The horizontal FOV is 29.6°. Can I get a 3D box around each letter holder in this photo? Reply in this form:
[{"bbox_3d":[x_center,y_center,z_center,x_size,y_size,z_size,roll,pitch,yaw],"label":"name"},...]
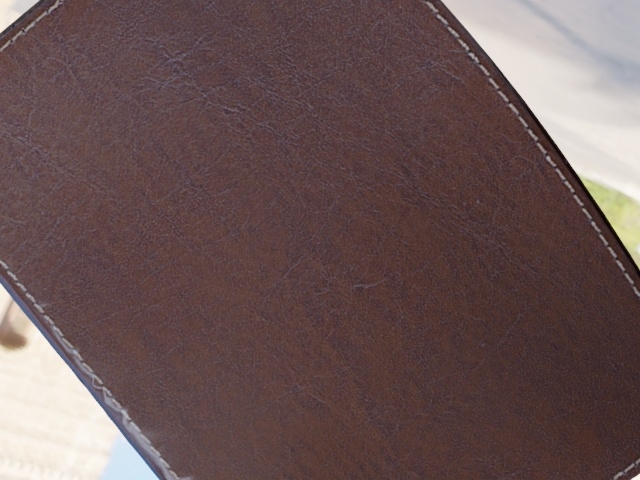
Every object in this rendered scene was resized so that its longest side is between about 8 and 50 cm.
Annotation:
[{"bbox_3d":[0.000,0.000,0.557,0.302,0.214,0.152,51,-173,-4],"label":"letter holder"}]
